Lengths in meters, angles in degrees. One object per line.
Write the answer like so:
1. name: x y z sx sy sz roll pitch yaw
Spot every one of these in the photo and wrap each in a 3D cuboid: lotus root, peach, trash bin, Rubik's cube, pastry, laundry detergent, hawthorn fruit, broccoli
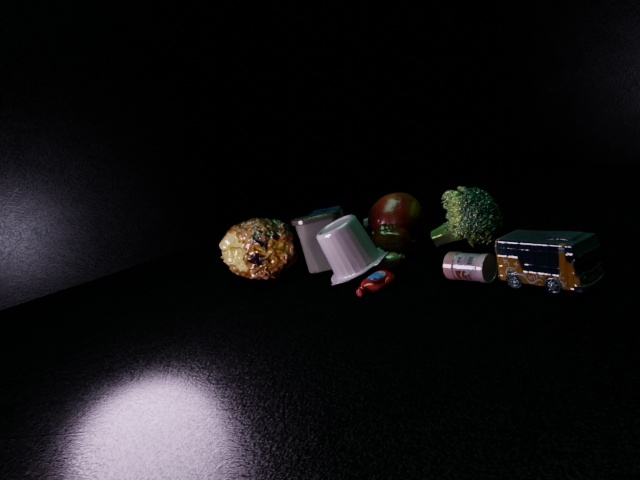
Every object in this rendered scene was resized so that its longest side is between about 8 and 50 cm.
1. lotus root: 0.274 0.082 1.967 0.151 0.062 0.073 -18 10 4
2. peach: 0.356 -0.111 2.352 0.281 0.238 0.280 -6 36 4
3. trash bin: 0.000 0.000 2.183 0.220 0.249 0.219 -13 11 -2
4. Rubik's cube: 0.043 -0.082 2.681 0.167 0.180 0.183 -10 11 16
5. pastry: -0.260 0.037 2.235 0.338 0.292 0.405 -10 -3 -32
6. laundry detergent: 0.193 0.160 1.749 0.098 0.049 0.165 3 22 42
7. hawthorn fruit: 0.301 0.001 2.093 0.174 0.173 0.179 -21 14 -32
8. broccoli: 0.616 -0.113 2.067 0.302 0.249 0.375 -4 20 24

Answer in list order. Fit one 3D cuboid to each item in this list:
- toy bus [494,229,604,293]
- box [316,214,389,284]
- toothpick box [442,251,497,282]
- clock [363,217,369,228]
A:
1. toy bus: 0.674 0.055 1.438 0.139 0.167 0.275 -20 15 -30
2. box: 0.110 0.015 1.968 0.263 0.206 0.291 -29 12 4
3. toothpick box: 0.501 0.088 1.624 0.098 0.098 0.149 -23 16 -39
4. clock: 0.408 -0.145 2.749 0.263 0.116 0.231 -18 13 -28
